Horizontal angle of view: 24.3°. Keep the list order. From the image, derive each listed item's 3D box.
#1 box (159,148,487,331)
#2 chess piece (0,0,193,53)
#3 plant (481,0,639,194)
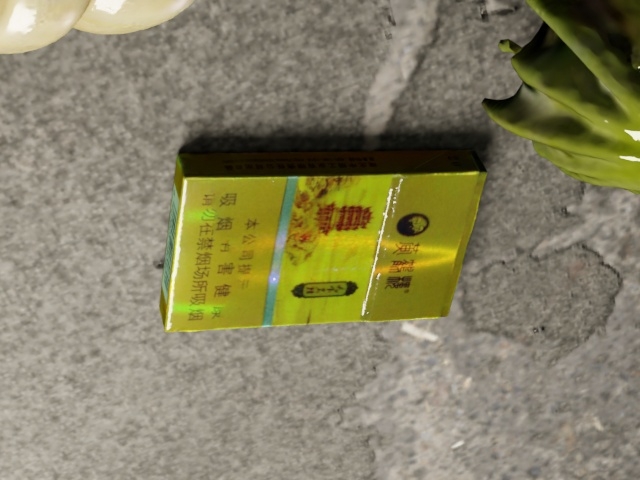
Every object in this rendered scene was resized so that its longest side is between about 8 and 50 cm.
[{"bbox_3d":[0.000,0.000,0.937,0.193,0.030,0.121,-2,128,-17],"label":"box"},{"bbox_3d":[-0.162,-0.138,0.677,0.261,0.143,0.142,-11,133,-36],"label":"chess piece"},{"bbox_3d":[0.210,-0.071,0.768,0.251,0.333,0.180,-16,117,10],"label":"plant"}]
